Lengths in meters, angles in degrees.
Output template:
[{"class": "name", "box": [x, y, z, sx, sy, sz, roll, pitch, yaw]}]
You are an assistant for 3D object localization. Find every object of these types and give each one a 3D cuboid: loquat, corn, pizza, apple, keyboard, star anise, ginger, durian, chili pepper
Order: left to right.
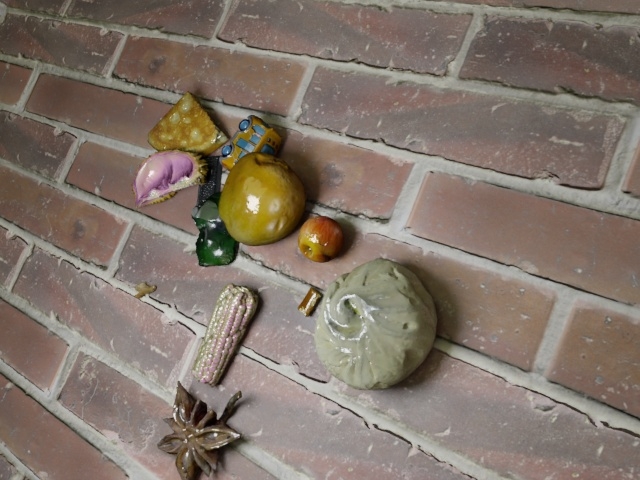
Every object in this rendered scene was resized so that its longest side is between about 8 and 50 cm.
[{"class": "ginger", "box": [-0.630, 0.173, 1.888, 0.097, 0.030, 0.048, -26, 94, 20]}, {"class": "durian", "box": [-0.536, -0.234, 1.908, 0.341, 0.112, 0.191, -19, 66, 24]}, {"class": "pizza", "box": [-0.496, -0.376, 1.950, 0.268, 0.087, 0.258, -40, 66, 11]}, {"class": "star anise", "box": [-0.365, 0.582, 1.604, 0.292, 0.109, 0.349, 17, 94, 21]}, {"class": "keyboard", "box": [-0.400, -0.194, 1.886, 0.093, 0.025, 0.230, -4, 74, 22]}, {"class": "chili pepper", "box": [-0.350, -0.046, 1.767, 0.148, 0.116, 0.264, 2, 77, 23]}, {"class": "corn", "box": [-0.305, 0.294, 1.655, 0.126, 0.126, 0.335, 26, 92, 29]}, {"class": "loquat", "box": [-0.188, -0.128, 1.640, 0.284, 0.276, 0.276, -43, 62, 12]}, {"class": "apple", "box": [0.000, 0.000, 1.570, 0.146, 0.146, 0.146, -7, 73, 24]}]

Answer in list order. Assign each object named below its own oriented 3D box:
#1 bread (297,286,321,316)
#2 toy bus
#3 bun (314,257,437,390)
[{"class": "bread", "box": [-0.032, 0.186, 1.596, 0.047, 0.036, 0.083, 34, 93, 37]}, {"class": "toy bus", "box": [-0.225, -0.305, 1.772, 0.136, 0.126, 0.209, 32, 88, 33]}, {"class": "bun", "box": [0.132, 0.219, 1.408, 0.359, 0.211, 0.360, -7, 74, 24]}]
